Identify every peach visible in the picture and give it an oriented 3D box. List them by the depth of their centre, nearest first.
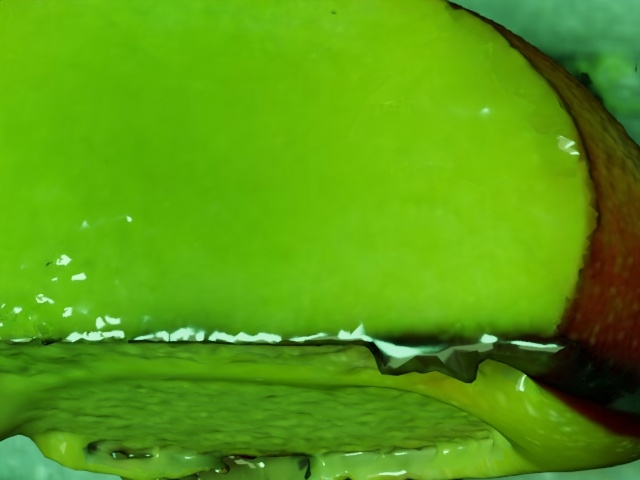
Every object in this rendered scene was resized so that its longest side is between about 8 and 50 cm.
[{"bbox_3d":[-0.002,-0.006,0.491,0.267,0.159,0.154,-2,70,13],"label":"peach"}]

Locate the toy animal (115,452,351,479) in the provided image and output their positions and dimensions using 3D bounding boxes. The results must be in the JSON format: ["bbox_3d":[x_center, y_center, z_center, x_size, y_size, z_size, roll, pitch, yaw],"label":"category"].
[{"bbox_3d":[-0.065,0.077,0.581,0.149,0.054,0.275,-43,74,5],"label":"toy animal"}]
